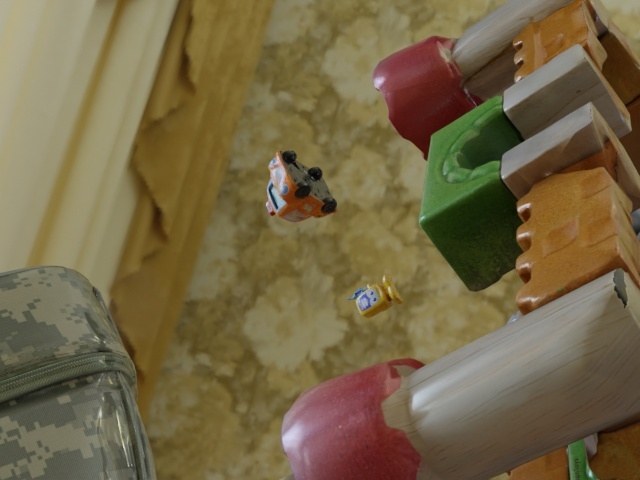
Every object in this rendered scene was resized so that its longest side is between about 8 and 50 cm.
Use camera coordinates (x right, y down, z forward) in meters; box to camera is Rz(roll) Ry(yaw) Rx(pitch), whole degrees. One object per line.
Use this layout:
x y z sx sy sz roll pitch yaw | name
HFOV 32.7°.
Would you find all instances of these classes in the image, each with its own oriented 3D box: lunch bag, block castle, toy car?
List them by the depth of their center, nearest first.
0.141 0.061 0.653 0.213 0.453 0.303 -32 -68 26 | block castle
0.000 0.000 0.720 0.122 0.040 0.060 60 20 15 | toy car
-0.214 0.202 0.750 0.213 0.256 0.305 -17 -33 -26 | lunch bag
